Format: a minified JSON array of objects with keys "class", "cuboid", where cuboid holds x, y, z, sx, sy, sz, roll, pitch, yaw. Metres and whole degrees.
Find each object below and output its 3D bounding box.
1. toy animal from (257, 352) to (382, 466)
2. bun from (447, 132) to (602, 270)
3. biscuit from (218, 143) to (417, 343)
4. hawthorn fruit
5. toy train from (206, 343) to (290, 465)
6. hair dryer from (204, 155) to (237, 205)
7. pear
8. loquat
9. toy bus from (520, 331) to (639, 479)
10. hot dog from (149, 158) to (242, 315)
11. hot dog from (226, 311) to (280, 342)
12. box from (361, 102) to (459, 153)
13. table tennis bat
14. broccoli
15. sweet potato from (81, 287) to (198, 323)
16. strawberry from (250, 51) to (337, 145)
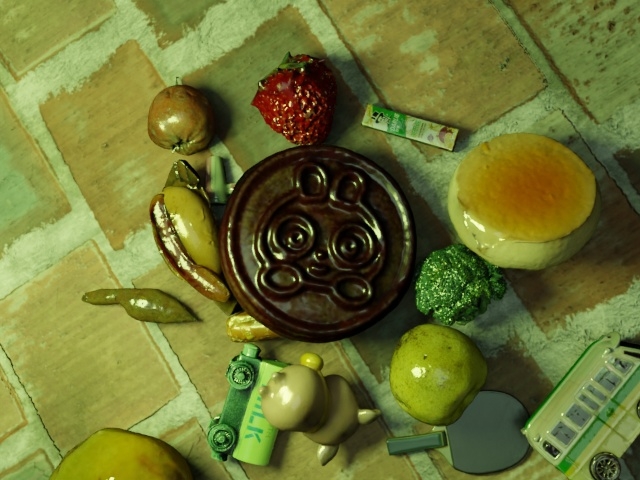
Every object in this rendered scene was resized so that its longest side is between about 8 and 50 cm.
[{"class":"toy animal","cuboid":[-0.021,0.324,1.624,0.248,0.149,0.165,34,117,-31]},{"class":"bun","cuboid":[0.398,-0.061,1.619,0.298,0.165,0.299,-3,57,5]},{"class":"biscuit","cuboid":[0.000,0.000,1.614,0.407,0.091,0.408,2,78,-8]},{"class":"hawthorn fruit","cuboid":[-0.302,-0.275,1.731,0.149,0.149,0.189,-11,89,6]},{"class":"toy train","cuboid":[-0.140,0.349,1.695,0.157,0.105,0.253,17,89,-6]},{"class":"hair dryer","cuboid":[-0.175,-0.129,1.762,0.154,0.054,0.106,1,81,-3]},{"class":"pear","cuboid":[0.224,0.261,1.611,0.197,0.197,0.197,0,86,7]},{"class":"loquat","cuboid":[-0.405,0.511,1.635,0.283,0.276,0.276,32,90,11]},{"class":"toy bus","cuboid":[0.550,0.326,1.589,0.179,0.143,0.305,40,91,8]},{"class":"hot dog","cuboid":[-0.268,0.002,1.680,0.326,0.107,0.194,52,132,16]},{"class":"hot dog","cuboid":[-0.069,0.164,1.687,0.268,0.115,0.072,-10,82,8]},{"class":"box","cuboid":[0.190,-0.239,1.723,0.207,0.041,0.050,17,88,7]},{"class":"table tennis bat","cuboid":[0.287,0.406,1.675,0.301,0.022,0.174,-11,85,5]},{"class":"broccoli","cuboid":[0.276,0.090,1.638,0.195,0.195,0.156,-46,118,2]},{"class":"sweet potato","cuboid":[-0.396,0.134,1.749,0.269,0.075,0.075,10,87,11]},{"class":"strawberry","cuboid":[-0.040,-0.288,1.695,0.184,0.187,0.202,-33,111,-15]}]
